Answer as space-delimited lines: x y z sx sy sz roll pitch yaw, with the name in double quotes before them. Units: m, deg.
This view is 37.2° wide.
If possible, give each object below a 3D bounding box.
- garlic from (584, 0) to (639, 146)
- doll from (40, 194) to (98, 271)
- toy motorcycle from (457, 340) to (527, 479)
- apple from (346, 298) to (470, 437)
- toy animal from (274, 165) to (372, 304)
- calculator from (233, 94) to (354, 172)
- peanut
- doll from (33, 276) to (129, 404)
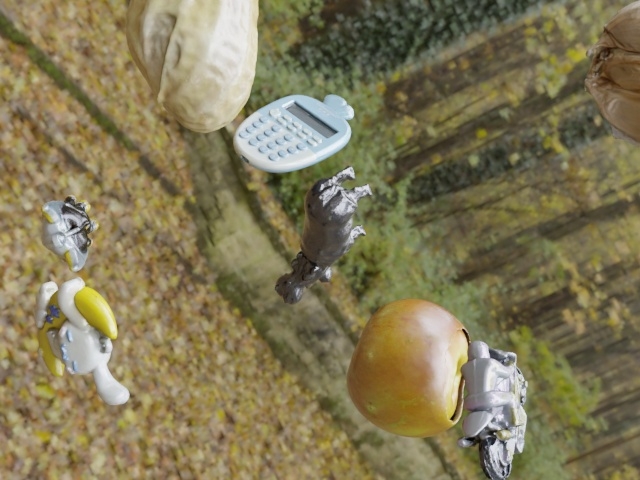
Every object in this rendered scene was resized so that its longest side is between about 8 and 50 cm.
"garlic" 0.510 -0.267 1.440 0.178 0.143 0.229 27 -40 33
"doll" -0.555 -0.031 2.104 0.316 0.103 0.146 -93 -175 -78
"toy motorcycle" 0.240 0.217 1.325 0.152 0.073 0.225 62 31 -18
"apple" 0.162 0.225 1.656 0.207 0.237 0.237 22 1 13
"toy animal" 0.011 -0.001 2.084 0.106 0.168 0.343 46 -44 28
"calculator" -0.047 -0.228 1.982 0.188 0.302 0.042 38 -42 27
"peanut" -0.165 -0.315 1.270 0.158 0.174 0.340 10 84 -73
"doll" -0.489 0.198 1.923 0.111 0.237 0.252 -17 107 -56
